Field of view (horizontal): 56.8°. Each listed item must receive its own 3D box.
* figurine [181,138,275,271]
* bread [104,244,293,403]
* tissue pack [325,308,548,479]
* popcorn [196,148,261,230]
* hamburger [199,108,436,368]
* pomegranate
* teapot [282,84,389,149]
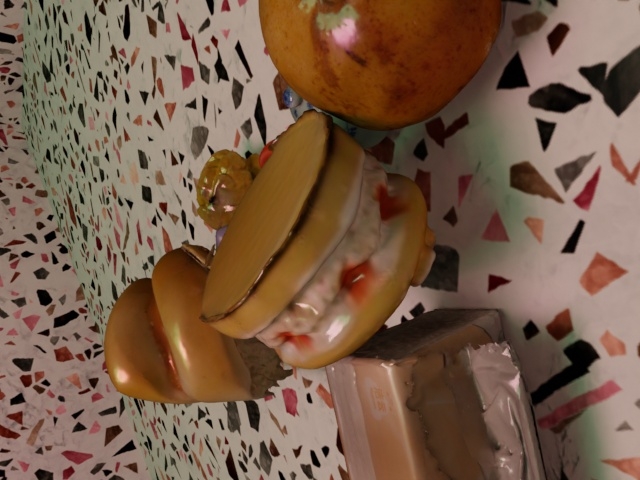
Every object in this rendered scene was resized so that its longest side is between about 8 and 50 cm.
[{"bbox_3d":[-0.075,-0.029,0.945,0.208,0.257,0.181,48,168,-32],"label":"figurine"},{"bbox_3d":[-0.224,0.190,1.110,0.329,0.245,0.424,48,177,-1],"label":"bread"},{"bbox_3d":[0.167,0.253,0.701,0.239,0.239,0.305,-7,95,56],"label":"tissue pack"},{"bbox_3d":[-0.160,-0.093,1.105,0.148,0.152,0.167,42,118,-10],"label":"popcorn"},{"bbox_3d":[0.000,0.000,0.688,0.261,0.186,0.302,-50,26,24],"label":"hamburger"},{"bbox_3d":[0.060,-0.247,0.629,0.264,0.264,0.264,25,122,49],"label":"pomegranate"},{"bbox_3d":[0.013,-0.194,0.806,0.159,0.159,0.231,16,114,52],"label":"teapot"}]
